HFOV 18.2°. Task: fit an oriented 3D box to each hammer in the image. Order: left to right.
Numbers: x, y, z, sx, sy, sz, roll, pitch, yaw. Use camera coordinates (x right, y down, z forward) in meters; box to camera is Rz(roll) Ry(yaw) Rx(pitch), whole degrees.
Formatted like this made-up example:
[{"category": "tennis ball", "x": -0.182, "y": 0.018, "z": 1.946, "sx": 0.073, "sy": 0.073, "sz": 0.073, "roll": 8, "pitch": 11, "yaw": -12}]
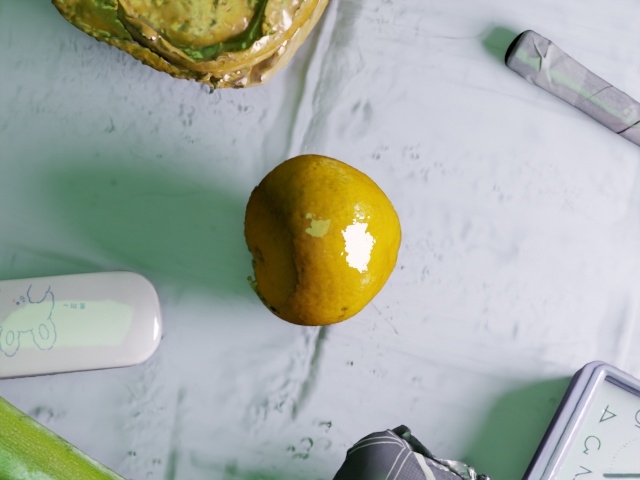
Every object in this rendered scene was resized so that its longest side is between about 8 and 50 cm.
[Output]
[{"category": "hammer", "x": 0.349, "y": -0.059, "z": 1.821, "sx": 0.427, "sy": 0.044, "sz": 0.152, "roll": 31, "pitch": 82, "yaw": 6}]

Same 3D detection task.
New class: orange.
[{"category": "orange", "x": 0.000, "y": 0.000, "z": 1.769, "sx": 0.134, "sy": 0.156, "sz": 0.156, "roll": -5, "pitch": 81, "yaw": -21}]

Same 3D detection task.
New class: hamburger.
[{"category": "hamburger", "x": -0.117, "y": -0.291, "z": 1.806, "sx": 0.319, "sy": 0.158, "sz": 0.318, "roll": 0, "pitch": 82, "yaw": 0}]

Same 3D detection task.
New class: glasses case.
[{"category": "glasses case", "x": -0.259, "y": 0.078, "z": 1.801, "sx": 0.233, "sy": 0.059, "sz": 0.092, "roll": -4, "pitch": 85, "yaw": 2}]

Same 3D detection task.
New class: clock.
[{"category": "clock", "x": 0.287, "y": 0.211, "z": 1.760, "sx": 0.193, "sy": 0.073, "sz": 0.144, "roll": 26, "pitch": 77, "yaw": 5}]

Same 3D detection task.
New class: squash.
[{"category": "squash", "x": -0.288, "y": 0.189, "z": 1.747, "sx": 0.379, "sy": 0.101, "sz": 0.101, "roll": 36, "pitch": 83, "yaw": -5}]

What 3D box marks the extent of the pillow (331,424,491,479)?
[{"category": "pillow", "x": 0.026, "y": 0.327, "z": 1.739, "sx": 0.161, "sy": 0.092, "sz": 0.335, "roll": 30, "pitch": 85, "yaw": 14}]
